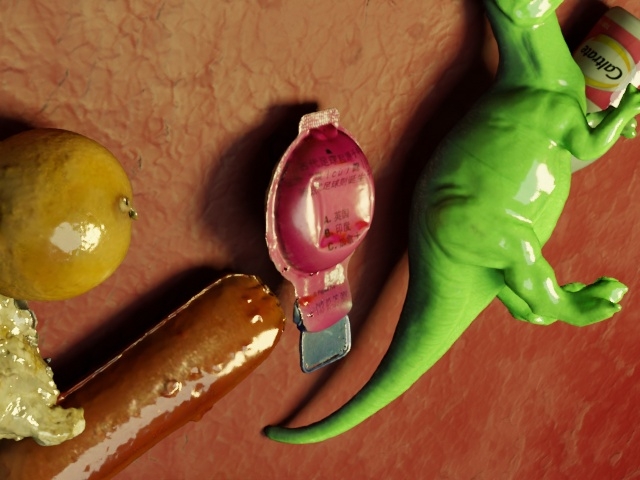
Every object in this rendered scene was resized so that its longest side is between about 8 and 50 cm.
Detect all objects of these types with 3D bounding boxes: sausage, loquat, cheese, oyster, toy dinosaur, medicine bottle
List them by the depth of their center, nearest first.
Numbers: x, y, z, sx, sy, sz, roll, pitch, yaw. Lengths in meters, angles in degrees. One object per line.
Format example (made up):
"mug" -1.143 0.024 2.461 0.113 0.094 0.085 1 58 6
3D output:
"loquat" -0.214 -0.020 1.067 0.141 0.141 0.141 -19 127 -27
"oyster" -0.271 0.111 1.118 0.191 0.081 0.163 20 86 -34
"sausage" -0.173 0.147 1.230 0.330 0.102 0.102 -35 133 -16
"cheese" 0.000 0.000 1.261 0.155 0.062 0.244 -22 116 -46
"toy dinosaur" 0.094 -0.035 1.315 0.500 0.144 0.374 -26 103 9
"medicine bottle" 0.263 -0.127 1.388 0.090 0.090 0.217 26 106 -44
